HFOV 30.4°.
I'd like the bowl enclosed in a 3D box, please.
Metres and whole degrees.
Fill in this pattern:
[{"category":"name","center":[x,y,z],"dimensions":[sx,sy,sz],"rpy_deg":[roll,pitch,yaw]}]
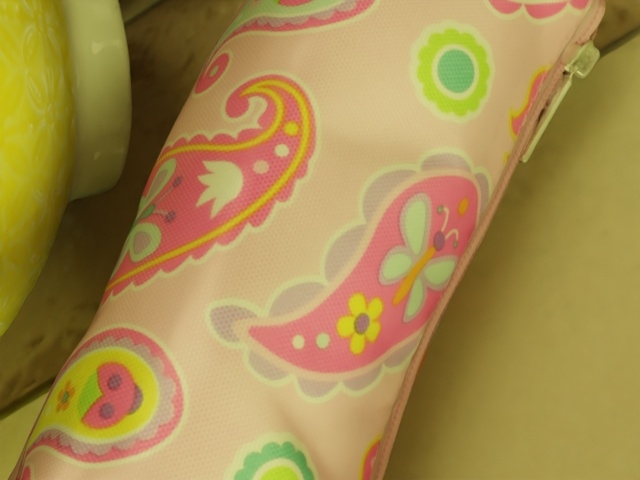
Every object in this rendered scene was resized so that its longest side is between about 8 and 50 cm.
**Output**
[{"category":"bowl","center":[-0.169,-0.065,0.476],"dimensions":[0.156,0.289,0.289],"rpy_deg":[-10,46,-28]}]

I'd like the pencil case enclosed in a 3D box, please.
[{"category":"pencil case","center":[0.000,0.000,0.389],"dimensions":[0.124,0.124,0.284],"rpy_deg":[15,71,34]}]
